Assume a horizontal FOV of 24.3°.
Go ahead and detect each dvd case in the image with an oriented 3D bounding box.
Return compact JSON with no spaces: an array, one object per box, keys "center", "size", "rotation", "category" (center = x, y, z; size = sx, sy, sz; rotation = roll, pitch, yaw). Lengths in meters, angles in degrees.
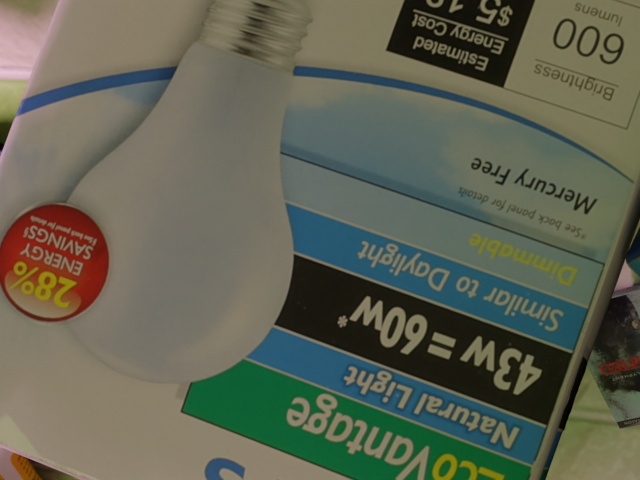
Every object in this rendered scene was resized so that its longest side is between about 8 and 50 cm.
[{"center":[0.252,0.091,1.172],"size":[0.087,0.013,0.119],"rotation":[-17,113,33],"category":"dvd case"}]

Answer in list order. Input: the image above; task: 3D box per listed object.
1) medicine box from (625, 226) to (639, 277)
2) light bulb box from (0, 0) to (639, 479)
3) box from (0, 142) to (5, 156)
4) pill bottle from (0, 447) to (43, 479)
[{"center":[0.350,-0.002,0.884],"size":[0.263,0.289,0.149],"rotation":[44,129,-6],"category":"medicine box"},{"center":[0.000,0.000,0.912],"size":[0.357,0.225,0.361],"rotation":[19,86,12],"category":"light bulb box"},{"center":[-0.243,0.060,1.272],"size":[0.293,0.073,0.296],"rotation":[24,137,53],"category":"box"},{"center":[-0.339,0.267,1.509],"size":[0.117,0.117,0.208],"rotation":[-19,111,34],"category":"pill bottle"}]
